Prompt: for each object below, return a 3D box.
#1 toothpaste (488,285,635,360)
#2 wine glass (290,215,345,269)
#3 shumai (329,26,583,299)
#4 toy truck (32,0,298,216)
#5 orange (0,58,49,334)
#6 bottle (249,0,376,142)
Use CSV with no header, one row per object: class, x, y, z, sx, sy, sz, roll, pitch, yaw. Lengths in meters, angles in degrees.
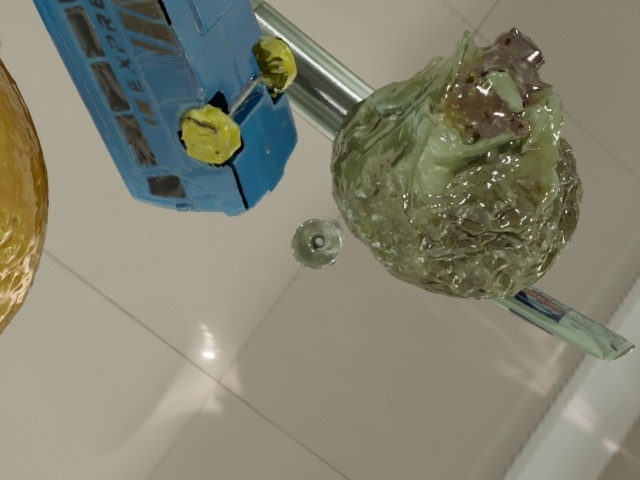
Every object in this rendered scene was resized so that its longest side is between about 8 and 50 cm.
toothpaste,0.215,0.065,1.262,0.060,0.233,0.038,-17,130,-52
wine glass,0.000,0.000,1.555,0.066,0.198,0.066,0,93,3
shumai,0.134,-0.080,1.146,0.256,0.218,0.189,20,53,6
toy truck,-0.148,-0.205,1.091,0.161,0.162,0.385,-59,136,-43
orange,-0.243,-0.029,0.564,0.236,0.236,0.236,0,90,-18
bottle,-0.047,-0.204,1.398,0.253,0.079,0.096,39,100,-1
